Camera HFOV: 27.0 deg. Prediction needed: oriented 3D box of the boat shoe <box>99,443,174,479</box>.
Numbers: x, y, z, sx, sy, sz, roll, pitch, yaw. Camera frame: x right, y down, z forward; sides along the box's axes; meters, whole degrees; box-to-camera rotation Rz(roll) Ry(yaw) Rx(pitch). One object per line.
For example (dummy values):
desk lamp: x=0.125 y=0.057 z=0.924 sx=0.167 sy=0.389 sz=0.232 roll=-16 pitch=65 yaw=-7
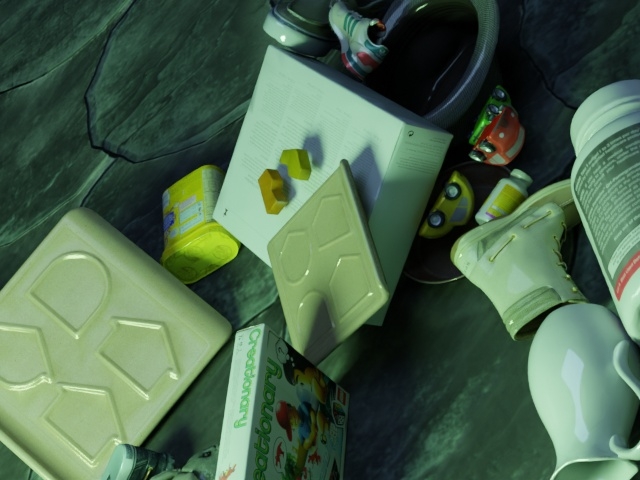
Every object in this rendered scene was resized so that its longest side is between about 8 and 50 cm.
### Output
boat shoe: x=-0.273 y=0.363 z=1.875 sx=0.183 sy=0.083 sz=0.065 roll=-59 pitch=30 yaw=30

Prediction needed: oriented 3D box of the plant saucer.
plant saucer: x=0.190 y=-0.018 z=1.797 sx=0.199 sy=0.036 sz=0.198 roll=-25 pitch=44 yaw=26

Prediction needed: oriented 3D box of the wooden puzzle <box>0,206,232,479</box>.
wooden puzzle: x=-0.353 y=0.170 z=2.000 sx=0.322 sy=0.080 sz=0.348 roll=38 pitch=80 yaw=14

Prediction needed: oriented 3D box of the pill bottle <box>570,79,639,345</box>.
pill bottle: x=0.388 y=-0.037 z=1.520 sx=0.176 sy=0.176 sz=0.318 roll=-31 pitch=41 yaw=19

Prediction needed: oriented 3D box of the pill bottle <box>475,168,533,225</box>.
pill bottle: x=0.239 y=-0.050 z=1.716 sx=0.043 sy=0.043 sz=0.083 roll=24 pitch=75 yaw=50

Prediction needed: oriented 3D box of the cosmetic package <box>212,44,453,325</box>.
cosmetic package: x=0.003 y=-0.087 z=1.893 sx=0.377 sy=0.097 sz=0.284 roll=38 pitch=111 yaw=51

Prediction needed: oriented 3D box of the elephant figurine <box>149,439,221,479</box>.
elephant figurine: x=-0.143 y=0.341 z=1.715 sx=0.186 sy=0.169 sz=0.239 roll=-8 pitch=34 yaw=-10

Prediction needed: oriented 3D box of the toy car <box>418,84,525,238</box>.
toy car: x=0.221 y=-0.125 z=1.754 sx=0.239 sy=0.053 sz=0.225 roll=-58 pitch=4 yaw=43

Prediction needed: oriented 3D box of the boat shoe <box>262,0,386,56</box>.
boat shoe: x=0.009 y=-0.357 z=2.076 sx=0.109 sy=0.302 sz=0.094 roll=37 pitch=115 yaw=13

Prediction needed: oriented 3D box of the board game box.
board game box: x=-0.046 y=0.278 z=1.631 sx=0.053 sy=0.193 sz=0.305 roll=-21 pitch=46 yaw=30

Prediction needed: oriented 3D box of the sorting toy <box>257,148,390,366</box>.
sorting toy: x=0.000 y=0.000 z=1.771 sx=0.229 sy=0.041 sz=0.307 roll=-50 pitch=46 yaw=43

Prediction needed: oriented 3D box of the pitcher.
pitcher: x=0.305 y=0.165 z=1.445 sx=0.178 sy=0.126 sz=0.207 roll=-47 pitch=32 yaw=48

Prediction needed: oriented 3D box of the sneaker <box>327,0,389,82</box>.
sneaker: x=0.063 y=-0.306 z=1.956 sx=0.075 sy=0.057 sz=0.161 roll=-35 pitch=43 yaw=23

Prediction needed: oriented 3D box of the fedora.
fedora: x=0.181 y=-0.243 z=1.928 sx=0.244 sy=0.124 sz=0.275 roll=-6 pitch=62 yaw=42

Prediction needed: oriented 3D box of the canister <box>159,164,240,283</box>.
canister: x=-0.196 y=-0.029 z=2.130 sx=0.126 sy=0.073 sz=0.170 roll=-31 pitch=40 yaw=19

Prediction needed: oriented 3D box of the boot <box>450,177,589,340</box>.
boot: x=0.289 y=0.022 z=1.638 sx=0.213 sy=0.077 sz=0.165 roll=-28 pitch=50 yaw=-7
